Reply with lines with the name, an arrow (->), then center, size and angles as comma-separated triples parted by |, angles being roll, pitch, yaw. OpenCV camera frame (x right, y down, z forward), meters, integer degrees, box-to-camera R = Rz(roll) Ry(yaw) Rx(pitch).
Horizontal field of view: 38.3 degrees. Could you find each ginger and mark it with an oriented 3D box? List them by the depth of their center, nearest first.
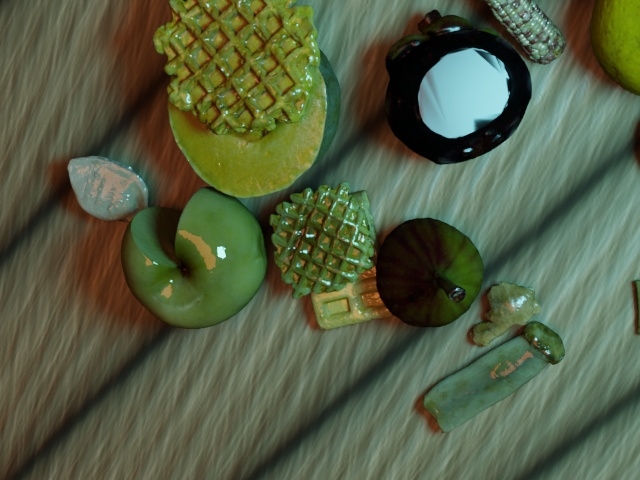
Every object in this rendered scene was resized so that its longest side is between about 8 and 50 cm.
ginger -> 0.353, 0.141, 1.831 | 0.165, 0.067, 0.096 | -39, 91, 22

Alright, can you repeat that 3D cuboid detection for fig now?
fig -> 0.221, 0.064, 1.714 | 0.217, 0.321, 0.217 | 0, 91, -7

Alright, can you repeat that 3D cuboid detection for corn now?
corn -> 0.357, -0.408, 1.662 | 0.079, 0.079, 0.237 | -41, 126, 17

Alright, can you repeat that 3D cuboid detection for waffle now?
waffle -> -0.153, -0.340, 1.671 | 0.325, 0.068, 0.302 | 7, 99, 20
waffle -> 0.000, 0.000, 1.828 | 0.208, 0.054, 0.214 | -20, 91, 19
waffle -> 0.046, 0.046, 1.885 | 0.168, 0.057, 0.274 | -12, 98, 15

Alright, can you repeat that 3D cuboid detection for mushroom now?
mushroom -> 0.347, 0.272, 1.855 | 0.312, 0.081, 0.100 | -38, 84, 21

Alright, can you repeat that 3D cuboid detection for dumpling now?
dumpling -> -0.439, -0.113, 1.946 | 0.150, 0.092, 0.176 | -27, 95, 19

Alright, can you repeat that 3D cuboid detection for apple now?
apple -> -0.249, 0.029, 1.848 | 0.292, 0.254, 0.292 | 4, 104, 15

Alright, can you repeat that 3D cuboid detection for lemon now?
lemon -> 0.586, -0.367, 1.553 | 0.258, 0.310, 0.258 | -1, 86, 23

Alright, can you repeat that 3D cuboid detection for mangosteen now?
mangosteen -> 0.241, -0.285, 1.682 | 0.287, 0.233, 0.287 | 1, 99, 7

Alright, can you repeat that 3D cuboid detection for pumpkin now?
pumpkin -> -0.110, -0.254, 1.802 | 0.332, 0.199, 0.332 | 2, 95, 18

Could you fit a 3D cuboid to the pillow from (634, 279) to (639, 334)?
pillow -> 0.708, 0.123, 1.759 | 0.203, 0.038, 0.113 | -5, 100, 13
